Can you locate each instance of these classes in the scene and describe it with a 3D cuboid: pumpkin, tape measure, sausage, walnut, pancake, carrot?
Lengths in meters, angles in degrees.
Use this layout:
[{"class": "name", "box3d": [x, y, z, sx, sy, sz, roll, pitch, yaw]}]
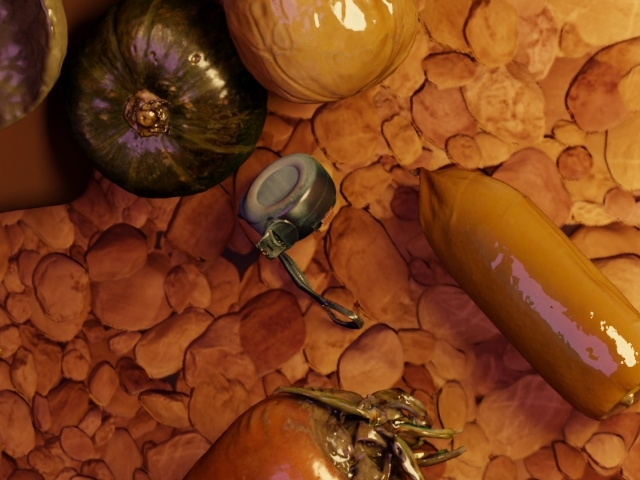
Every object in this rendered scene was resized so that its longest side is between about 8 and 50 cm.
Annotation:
[{"class": "pumpkin", "box3d": [-0.161, -0.153, 1.719, 0.223, 0.157, 0.224, 4, 108, 12]}, {"class": "tape measure", "box3d": [-0.001, -0.001, 1.719, 0.107, 0.104, 0.180, -42, 108, -1]}, {"class": "sausage", "box3d": [0.197, 0.032, 1.585, 0.328, 0.112, 0.112, 48, 111, 19]}, {"class": "walnut", "box3d": [-0.002, -0.246, 1.614, 0.195, 0.195, 0.222, -6, 92, 27]}, {"class": "pancake", "box3d": [-0.347, -0.214, 1.622, 0.242, 0.050, 0.242, 6, 102, 30]}, {"class": "carrot", "box3d": [-0.023, 0.253, 1.647, 0.331, 0.214, 0.193, -43, 75, 19]}]

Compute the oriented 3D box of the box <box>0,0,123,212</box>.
[{"class": "box", "box3d": [-0.370, -0.208, 1.782, 0.239, 0.229, 0.339, 19, 101, 24]}]
